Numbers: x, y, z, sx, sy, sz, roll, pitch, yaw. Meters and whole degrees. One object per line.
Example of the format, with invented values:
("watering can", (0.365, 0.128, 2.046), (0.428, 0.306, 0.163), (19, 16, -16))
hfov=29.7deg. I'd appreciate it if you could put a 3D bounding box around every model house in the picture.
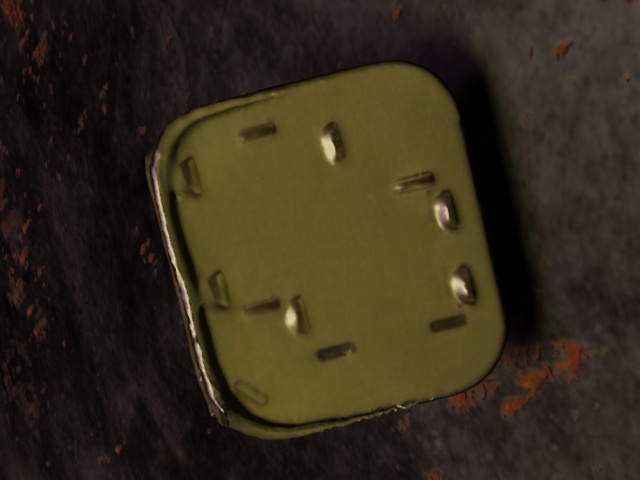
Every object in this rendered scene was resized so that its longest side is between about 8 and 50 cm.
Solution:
("model house", (0.000, 0.000, 0.880), (0.278, 0.204, 0.218), (-136, 33, -85))
